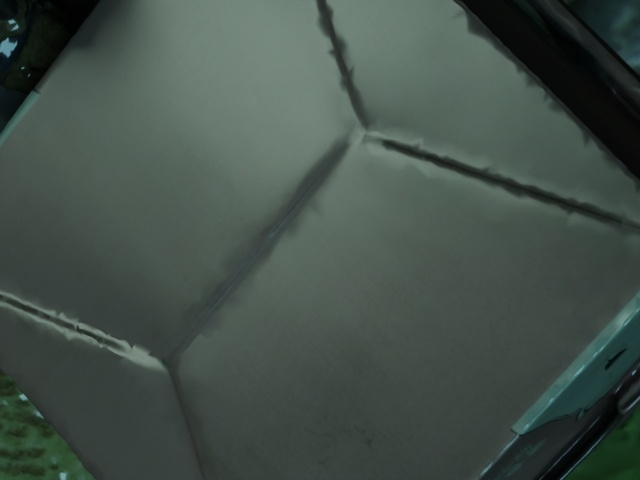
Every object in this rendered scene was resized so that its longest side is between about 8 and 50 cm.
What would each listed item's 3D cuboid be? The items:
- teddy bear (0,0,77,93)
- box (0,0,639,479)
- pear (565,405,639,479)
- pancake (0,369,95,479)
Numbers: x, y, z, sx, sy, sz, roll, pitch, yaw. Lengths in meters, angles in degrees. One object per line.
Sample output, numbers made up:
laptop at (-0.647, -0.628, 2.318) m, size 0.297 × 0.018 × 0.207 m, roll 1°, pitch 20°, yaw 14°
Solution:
teddy bear at (-0.168, -0.072, 0.610) m, size 0.129 × 0.182 × 0.251 m, roll 44°, pitch 102°, yaw 12°
box at (0.000, 0.000, 0.612) m, size 0.215 × 0.215 × 0.086 m, roll -49°, pitch 160°, yaw 20°
pear at (0.101, 0.149, 0.703) m, size 0.286 × 0.282 × 0.176 m, roll -39°, pitch 126°, yaw 20°
pancake at (-0.137, 0.075, 0.781) m, size 0.235 × 0.029 × 0.212 m, roll -29°, pitch 124°, yaw 16°
